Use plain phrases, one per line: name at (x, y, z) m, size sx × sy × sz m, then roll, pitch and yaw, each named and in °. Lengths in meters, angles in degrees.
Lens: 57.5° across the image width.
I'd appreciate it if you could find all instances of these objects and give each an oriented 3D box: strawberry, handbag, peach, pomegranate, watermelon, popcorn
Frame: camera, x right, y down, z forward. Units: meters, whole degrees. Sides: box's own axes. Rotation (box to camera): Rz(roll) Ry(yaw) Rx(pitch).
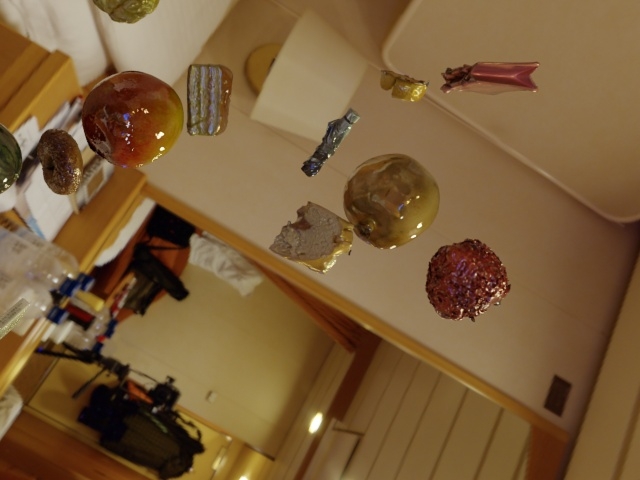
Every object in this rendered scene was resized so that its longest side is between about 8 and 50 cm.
strawberry at (0.325, 0.081, 1.308) m, size 0.201 × 0.187 × 0.184 m, roll 67°, pitch 38°, yaw -47°
handbag at (0.360, -0.348, 1.262) m, size 0.212 × 0.158 × 0.059 m, roll -129°, pitch -140°, yaw -76°
peach at (-0.444, -0.285, 1.383) m, size 0.231 × 0.231 × 0.231 m, roll -58°, pitch -175°, yaw 9°
pomegranate at (0.212, -0.114, 1.814) m, size 0.319 × 0.319 × 0.319 m, roll -58°, pitch -175°, yaw 9°
watermelon at (-0.840, -0.203, 1.416) m, size 0.212 × 0.212 × 0.212 m, roll -58°, pitch -175°, yaw 9°
popcorn at (-0.623, -0.800, 1.818) m, size 0.206 × 0.252 × 0.236 m, roll -29°, pitch 120°, yaw -40°

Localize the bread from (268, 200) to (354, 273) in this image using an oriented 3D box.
bread at (0.008, 0.004, 1.709) m, size 0.183 × 0.211 × 0.224 m, roll -67°, pitch 160°, yaw -1°

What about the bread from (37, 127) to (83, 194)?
bread at (-0.719, -0.215, 1.597) m, size 0.064 × 0.193 × 0.193 m, roll -16°, pitch 148°, yaw -51°

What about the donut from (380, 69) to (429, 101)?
donut at (0.274, -0.499, 1.889) m, size 0.181 × 0.146 × 0.078 m, roll -126°, pitch -133°, yaw -59°

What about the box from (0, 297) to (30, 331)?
box at (-0.933, 0.274, 1.641) m, size 0.139 × 0.035 × 0.245 m, roll -39°, pitch -169°, yaw 40°

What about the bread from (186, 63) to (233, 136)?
bread at (-0.289, -0.376, 1.546) m, size 0.234 × 0.111 × 0.184 m, roll -109°, pitch -155°, yaw -72°

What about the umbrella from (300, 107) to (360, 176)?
umbrella at (0.019, -0.222, 1.331) m, size 0.188 × 0.050 × 0.046 m, roll -48°, pitch -138°, yaw 28°
